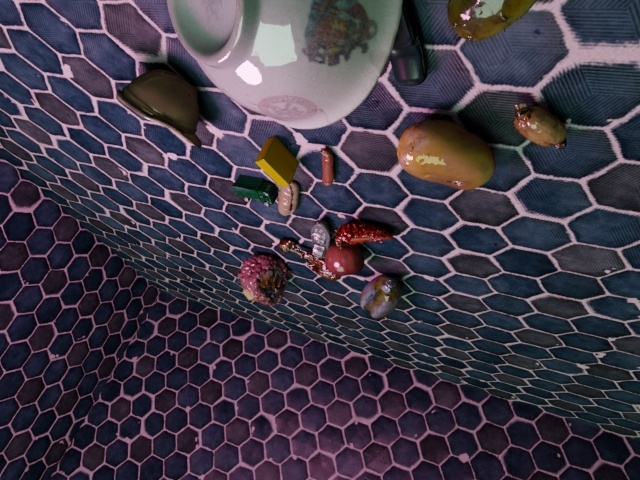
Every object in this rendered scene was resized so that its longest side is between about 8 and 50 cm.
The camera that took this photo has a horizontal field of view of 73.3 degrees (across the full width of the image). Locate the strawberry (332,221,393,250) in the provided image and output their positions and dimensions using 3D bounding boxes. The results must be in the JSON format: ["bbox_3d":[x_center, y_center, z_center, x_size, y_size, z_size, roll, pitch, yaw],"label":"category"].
[{"bbox_3d":[0.147,-0.026,1.515,0.208,0.086,0.167,-7,170,5],"label":"strawberry"}]

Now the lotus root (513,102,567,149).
[{"bbox_3d":[0.447,-0.237,0.881,0.152,0.063,0.072,27,-179,-22],"label":"lotus root"}]

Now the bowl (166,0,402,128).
[{"bbox_3d":[-0.107,-0.376,0.675,0.435,0.196,0.434,20,123,35],"label":"bowl"}]

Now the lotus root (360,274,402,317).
[{"bbox_3d":[0.266,0.221,1.808,0.158,0.140,0.322,44,151,14],"label":"lotus root"}]

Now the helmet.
[{"bbox_3d":[-0.411,-0.389,1.202,0.258,0.137,0.204,26,-164,-44],"label":"helmet"}]

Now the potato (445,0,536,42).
[{"bbox_3d":[0.288,-0.406,0.660,0.117,0.090,0.225,34,145,-9],"label":"potato"}]

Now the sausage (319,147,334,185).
[{"bbox_3d":[0.021,-0.218,1.283,0.042,0.036,0.157,-14,150,-3],"label":"sausage"}]

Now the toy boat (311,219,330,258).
[{"bbox_3d":[0.000,0.000,1.651,0.078,0.085,0.260,19,153,10],"label":"toy boat"}]

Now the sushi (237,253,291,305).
[{"bbox_3d":[-0.282,0.190,2.076,0.171,0.236,0.270,19,158,28],"label":"sushi"}]

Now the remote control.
[{"bbox_3d":[0.157,-0.396,0.835,0.072,0.042,0.222,9,150,31],"label":"remote control"}]

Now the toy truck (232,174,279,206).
[{"bbox_3d":[-0.226,-0.176,1.526,0.147,0.065,0.079,15,149,20],"label":"toy truck"}]

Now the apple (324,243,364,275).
[{"bbox_3d":[0.090,0.068,1.647,0.154,0.119,0.153,-1,-168,0],"label":"apple"}]

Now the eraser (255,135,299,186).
[{"bbox_3d":[-0.127,-0.236,1.298,0.045,0.097,0.122,-6,141,41],"label":"eraser"}]

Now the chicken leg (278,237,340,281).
[{"bbox_3d":[-0.040,0.070,1.831,0.305,0.093,0.113,31,136,2],"label":"chicken leg"}]

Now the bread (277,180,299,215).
[{"bbox_3d":[-0.114,-0.139,1.521,0.073,0.053,0.214,20,153,-2],"label":"bread"}]

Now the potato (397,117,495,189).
[{"bbox_3d":[0.293,-0.197,0.995,0.234,0.145,0.150,14,-160,-10],"label":"potato"}]
